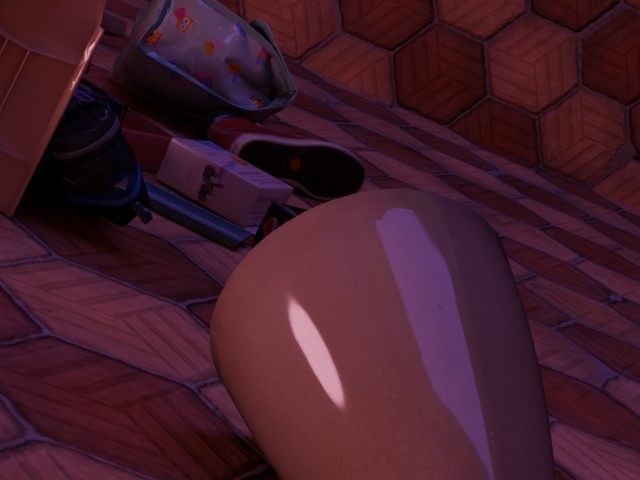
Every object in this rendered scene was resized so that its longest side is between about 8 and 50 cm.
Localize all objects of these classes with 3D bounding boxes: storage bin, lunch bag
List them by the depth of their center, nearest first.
[{"bbox_3d":[-0.355,-0.196,1.701,0.123,0.260,0.262,22,12,-30],"label":"storage bin"},{"bbox_3d":[-0.171,-0.273,2.525,0.262,0.160,0.223,28,-13,-14],"label":"lunch bag"}]

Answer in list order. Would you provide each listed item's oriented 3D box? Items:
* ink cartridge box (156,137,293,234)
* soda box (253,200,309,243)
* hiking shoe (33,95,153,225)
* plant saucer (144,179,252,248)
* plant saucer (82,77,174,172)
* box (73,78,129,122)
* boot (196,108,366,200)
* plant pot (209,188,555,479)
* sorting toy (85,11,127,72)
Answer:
[{"bbox_3d":[-0.109,-0.066,2.088,0.181,0.061,0.104,30,13,20],"label":"ink cartridge box"},{"bbox_3d":[0.000,0.000,2.028,0.169,0.060,0.053,14,17,-43],"label":"soda box"},{"bbox_3d":[-0.279,-0.082,1.788,0.132,0.113,0.304,63,-14,-18],"label":"hiking shoe"},{"bbox_3d":[-0.177,-0.039,1.951,0.192,0.018,0.067,25,12,6],"label":"plant saucer"},{"bbox_3d":[-0.331,-0.172,2.136,0.258,0.048,0.259,34,14,34],"label":"plant saucer"},{"bbox_3d":[-0.332,-0.187,2.021,0.116,0.029,0.162,30,13,25],"label":"box"},{"bbox_3d":[-0.061,-0.139,2.441,0.244,0.088,0.176,13,16,-33],"label":"boot"},{"bbox_3d":[0.071,0.145,1.219,0.256,0.256,0.274,17,31,-32],"label":"plant pot"},{"bbox_3d":[-0.426,-0.288,2.169,0.255,0.089,0.257,10,1,12],"label":"sorting toy"}]
